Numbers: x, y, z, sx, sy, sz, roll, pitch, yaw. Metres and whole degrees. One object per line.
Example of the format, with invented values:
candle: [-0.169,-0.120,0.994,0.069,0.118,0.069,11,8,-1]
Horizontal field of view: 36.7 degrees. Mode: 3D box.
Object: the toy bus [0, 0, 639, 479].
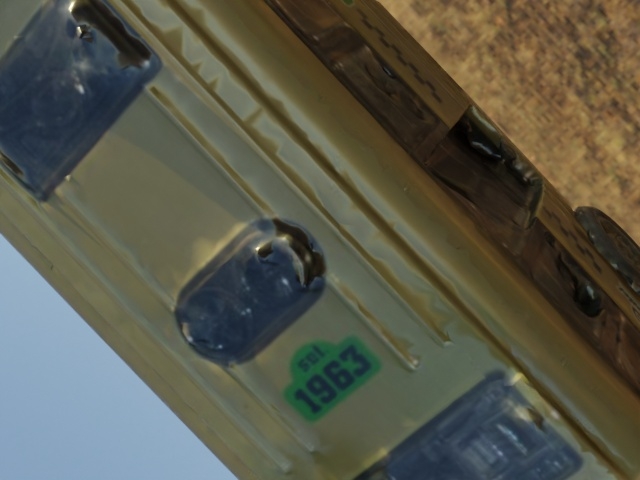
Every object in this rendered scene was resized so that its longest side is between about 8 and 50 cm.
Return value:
toy bus: [0.000,0.000,0.433,0.365,0.177,0.202,46,-157,-2]
